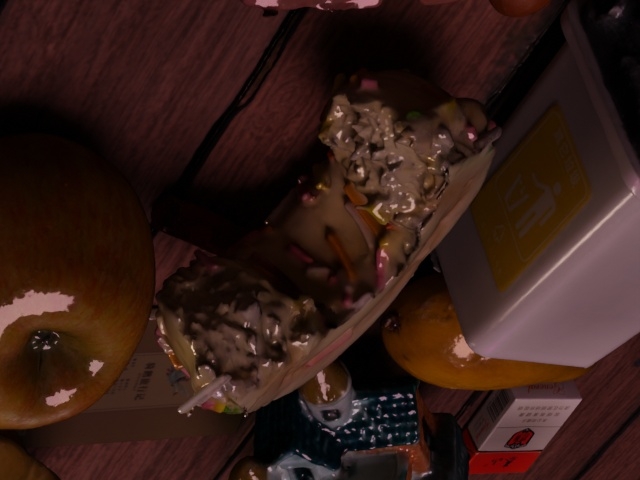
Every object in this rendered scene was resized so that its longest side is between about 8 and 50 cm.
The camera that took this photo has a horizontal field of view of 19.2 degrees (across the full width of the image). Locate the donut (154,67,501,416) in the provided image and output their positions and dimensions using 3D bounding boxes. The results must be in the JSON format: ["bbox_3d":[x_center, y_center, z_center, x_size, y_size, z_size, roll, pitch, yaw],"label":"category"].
[{"bbox_3d":[0.007,-0.006,1.751,0.371,0.150,0.307,-49,168,10],"label":"donut"}]

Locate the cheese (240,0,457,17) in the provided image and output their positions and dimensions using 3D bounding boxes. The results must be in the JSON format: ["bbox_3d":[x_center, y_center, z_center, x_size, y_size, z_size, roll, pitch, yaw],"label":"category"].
[{"bbox_3d":[0.030,-0.285,1.509,0.203,0.128,0.177,-4,140,-20],"label":"cheese"}]

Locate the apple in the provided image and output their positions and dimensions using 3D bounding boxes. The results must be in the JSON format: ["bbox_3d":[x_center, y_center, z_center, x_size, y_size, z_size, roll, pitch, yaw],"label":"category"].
[{"bbox_3d":[-0.268,0.040,1.673,0.264,0.264,0.264,-13,142,-11],"label":"apple"}]

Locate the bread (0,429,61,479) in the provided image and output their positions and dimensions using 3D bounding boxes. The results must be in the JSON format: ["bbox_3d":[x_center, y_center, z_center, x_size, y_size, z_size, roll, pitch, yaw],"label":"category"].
[{"bbox_3d":[-0.383,0.337,1.877,0.210,0.341,0.300,17,147,20],"label":"bread"}]

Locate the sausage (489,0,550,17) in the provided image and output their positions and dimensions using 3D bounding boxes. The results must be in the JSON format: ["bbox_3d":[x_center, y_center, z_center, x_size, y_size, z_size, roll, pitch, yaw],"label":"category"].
[{"bbox_3d":[0.168,-0.269,1.643,0.076,0.076,0.197,-20,144,-2],"label":"sausage"}]

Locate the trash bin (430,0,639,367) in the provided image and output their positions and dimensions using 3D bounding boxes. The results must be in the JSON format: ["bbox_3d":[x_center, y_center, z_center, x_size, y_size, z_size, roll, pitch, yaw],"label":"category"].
[{"bbox_3d":[0.305,-0.043,1.863,0.296,0.256,0.368,6,141,-34],"label":"trash bin"}]

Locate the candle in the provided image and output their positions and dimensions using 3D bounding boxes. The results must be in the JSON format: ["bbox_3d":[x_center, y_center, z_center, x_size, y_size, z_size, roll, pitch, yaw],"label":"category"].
[{"bbox_3d":[-0.102,0.001,1.864,0.053,0.048,0.162,-10,156,37],"label":"candle"}]

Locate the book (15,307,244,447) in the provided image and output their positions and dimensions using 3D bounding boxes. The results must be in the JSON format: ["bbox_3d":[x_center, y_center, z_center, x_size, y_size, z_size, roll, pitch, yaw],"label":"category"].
[{"bbox_3d":[-0.206,0.146,2.015,0.310,0.021,0.217,-1,138,-25],"label":"book"}]

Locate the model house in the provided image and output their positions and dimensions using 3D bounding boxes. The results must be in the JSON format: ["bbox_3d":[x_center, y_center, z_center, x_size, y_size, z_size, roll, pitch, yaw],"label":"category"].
[{"bbox_3d":[0.016,0.231,2.074,0.253,0.184,0.291,-6,140,13],"label":"model house"}]

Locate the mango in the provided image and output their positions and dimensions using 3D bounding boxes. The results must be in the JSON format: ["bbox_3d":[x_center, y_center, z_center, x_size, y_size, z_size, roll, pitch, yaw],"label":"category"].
[{"bbox_3d":[0.188,0.106,2.062,0.317,0.119,0.176,12,156,-43],"label":"mango"}]

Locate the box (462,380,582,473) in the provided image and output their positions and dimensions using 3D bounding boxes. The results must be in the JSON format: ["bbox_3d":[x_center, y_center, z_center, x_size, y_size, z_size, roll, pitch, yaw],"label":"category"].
[{"bbox_3d":[0.237,0.224,2.307,0.100,0.048,0.152,4,134,-28],"label":"box"}]
